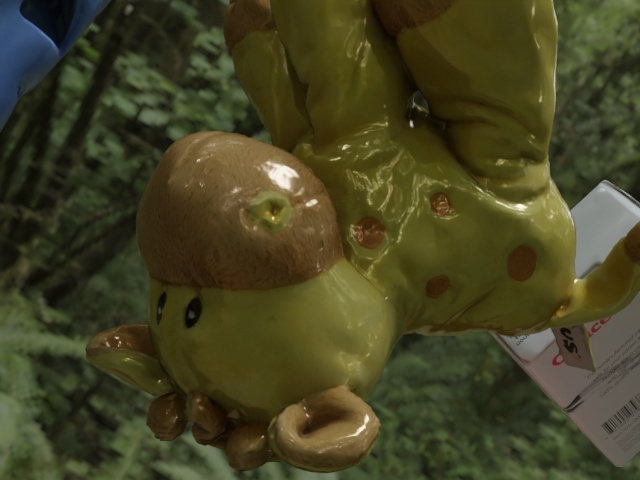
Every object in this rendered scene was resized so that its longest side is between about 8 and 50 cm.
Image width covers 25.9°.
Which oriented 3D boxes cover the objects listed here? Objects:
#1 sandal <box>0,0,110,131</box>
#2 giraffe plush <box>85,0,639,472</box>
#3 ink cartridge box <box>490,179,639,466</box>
[{"bbox_3d":[-0.168,-0.064,0.540,0.126,0.138,0.317,17,43,19],"label":"sandal"},{"bbox_3d":[0.000,0.000,0.514,0.210,0.170,0.181,59,-30,-2],"label":"giraffe plush"},{"bbox_3d":[0.170,0.051,0.813,0.150,0.109,0.063,45,2,-46],"label":"ink cartridge box"}]
